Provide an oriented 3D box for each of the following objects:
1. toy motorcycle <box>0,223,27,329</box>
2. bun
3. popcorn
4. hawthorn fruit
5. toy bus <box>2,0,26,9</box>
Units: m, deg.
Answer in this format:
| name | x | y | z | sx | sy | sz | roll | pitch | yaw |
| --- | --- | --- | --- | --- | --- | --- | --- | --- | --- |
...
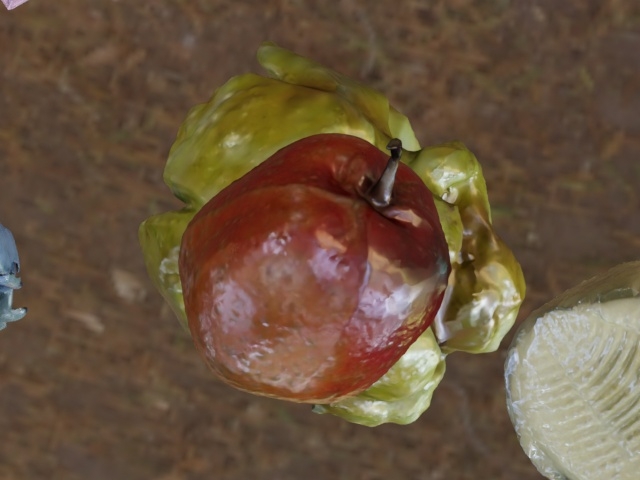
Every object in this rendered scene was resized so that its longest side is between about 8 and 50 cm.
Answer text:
| name | x | y | z | sx | sy | sz | roll | pitch | yaw |
| --- | --- | --- | --- | --- | --- | --- | --- | --- | --- |
| toy motorcycle | -0.313 | 0.031 | 1.299 | 0.206 | 0.154 | 0.260 | -12 | 175 | -3 |
| bun | 0.310 | 0.142 | 1.788 | 0.259 | 0.152 | 0.259 | 11 | 114 | 26 |
| popcorn | 0.004 | -0.002 | 1.337 | 0.276 | 0.276 | 0.225 | 19 | 108 | -9 |
| hawthorn fruit | 0.006 | 0.005 | 1.110 | 0.157 | 0.157 | 0.194 | 23 | 133 | -17 |
| toy bus | -0.086 | -0.187 | 0.883 | 0.090 | 0.203 | 0.063 | 53 | 147 | -1 |
